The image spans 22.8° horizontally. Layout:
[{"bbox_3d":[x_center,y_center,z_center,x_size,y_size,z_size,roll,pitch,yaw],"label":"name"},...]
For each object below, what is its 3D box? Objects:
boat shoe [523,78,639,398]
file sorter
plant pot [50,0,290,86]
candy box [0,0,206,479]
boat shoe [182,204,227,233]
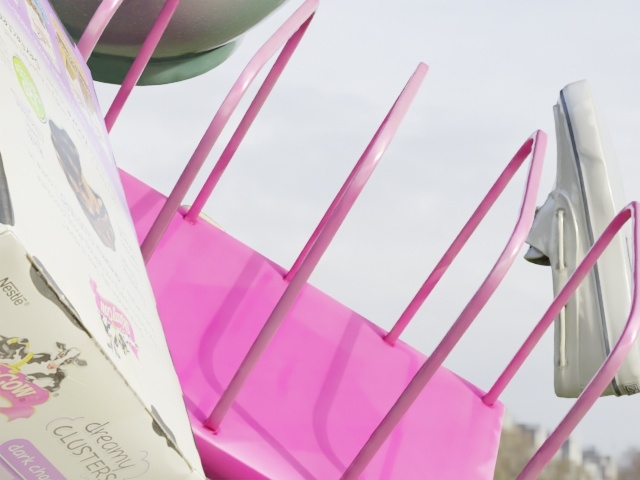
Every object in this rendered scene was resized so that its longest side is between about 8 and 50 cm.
[{"bbox_3d":[0.212,0.000,1.323,0.088,0.268,0.096,-10,-8,17],"label":"boat shoe"},{"bbox_3d":[0.000,0.000,0.793,0.290,0.182,0.202,31,23,-2],"label":"file sorter"},{"bbox_3d":[-0.114,-0.223,0.988,0.293,0.293,0.196,4,-44,-11],"label":"plant pot"},{"bbox_3d":[-0.114,-0.022,0.518,0.070,0.196,0.165,-21,-36,2],"label":"candy box"},{"bbox_3d":[-0.106,0.023,1.620,0.135,0.045,0.050,50,-21,-16],"label":"boat shoe"}]
